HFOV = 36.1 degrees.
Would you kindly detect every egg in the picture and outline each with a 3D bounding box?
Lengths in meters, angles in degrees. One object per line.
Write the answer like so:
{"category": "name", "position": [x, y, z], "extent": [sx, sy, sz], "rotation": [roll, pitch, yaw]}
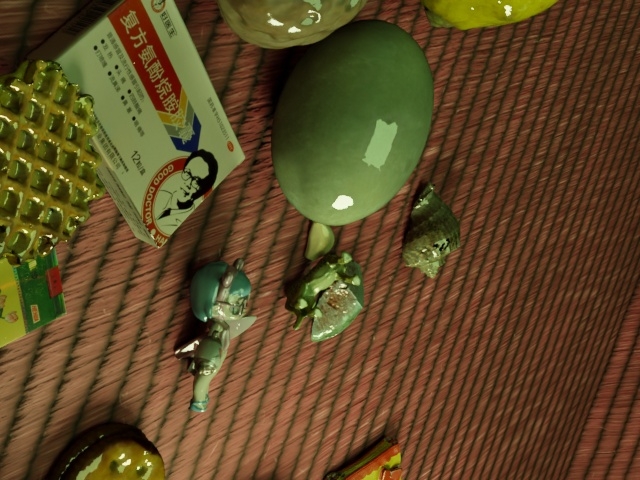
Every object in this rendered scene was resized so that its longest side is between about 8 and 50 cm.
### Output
{"category": "egg", "position": [0.053, -0.196, 1.629], "extent": [0.258, 0.258, 0.352], "rotation": [37, 76, -53]}

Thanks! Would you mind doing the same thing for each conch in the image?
{"category": "conch", "position": [0.234, -0.023, 2.105], "extent": [0.155, 0.130, 0.207], "rotation": [-25, 108, -85]}

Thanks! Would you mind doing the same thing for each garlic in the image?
{"category": "garlic", "position": [-0.001, 0.000, 1.840], "extent": [0.053, 0.041, 0.083], "rotation": [-1, 115, -47]}

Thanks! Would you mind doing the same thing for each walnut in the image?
{"category": "walnut", "position": [-0.047, -0.415, 1.413], "extent": [0.273, 0.273, 0.227], "rotation": [-47, 171, -28]}

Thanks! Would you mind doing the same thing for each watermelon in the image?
{"category": "watermelon", "position": [0.036, 0.122, 1.943], "extent": [0.094, 0.081, 0.180], "rotation": [22, 83, -29]}

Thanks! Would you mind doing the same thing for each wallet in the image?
{"category": "wallet", "position": [0.100, 0.550, 2.219], "extent": [0.241, 0.067, 0.141], "rotation": [-24, 123, -43]}

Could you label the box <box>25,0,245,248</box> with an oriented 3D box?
{"category": "box", "position": [-0.249, -0.183, 1.410], "extent": [0.214, 0.069, 0.353], "rotation": [-49, 141, -25]}

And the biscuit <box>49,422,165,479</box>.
{"category": "biscuit", "position": [-0.343, 0.402, 1.573], "extent": [0.220, 0.066, 0.220], "rotation": [-27, 127, -43]}

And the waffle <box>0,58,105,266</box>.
{"category": "waffle", "position": [-0.356, -0.096, 1.210], "extent": [0.243, 0.058, 0.238], "rotation": [-48, 138, -42]}

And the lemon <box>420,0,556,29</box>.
{"category": "lemon", "position": [0.307, -0.542, 1.722], "extent": [0.350, 0.350, 0.387], "rotation": [16, 112, -54]}

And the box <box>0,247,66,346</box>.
{"category": "box", "position": [-0.450, 0.088, 1.306], "extent": [0.235, 0.034, 0.132], "rotation": [-30, 129, -41]}

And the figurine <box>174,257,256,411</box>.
{"category": "figurine", "position": [-0.188, 0.160, 1.610], "extent": [0.205, 0.103, 0.260], "rotation": [-39, 145, -71]}

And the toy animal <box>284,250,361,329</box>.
{"category": "toy animal", "position": [-0.010, 0.089, 1.830], "extent": [0.181, 0.136, 0.073], "rotation": [-45, 108, -13]}
